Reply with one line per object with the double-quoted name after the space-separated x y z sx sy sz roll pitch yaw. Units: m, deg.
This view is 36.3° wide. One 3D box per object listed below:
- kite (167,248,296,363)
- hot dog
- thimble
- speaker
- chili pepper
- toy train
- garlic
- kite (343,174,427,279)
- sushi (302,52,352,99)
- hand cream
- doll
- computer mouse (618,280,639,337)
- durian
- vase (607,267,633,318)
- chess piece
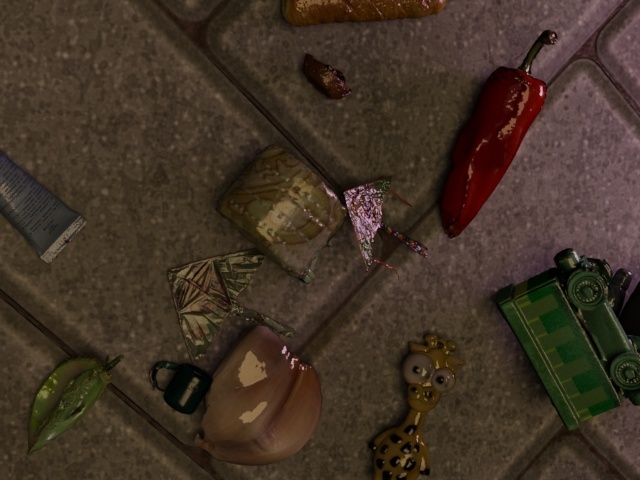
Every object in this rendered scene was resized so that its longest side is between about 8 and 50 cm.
-0.150 0.112 1.636 0.250 0.012 0.229 29 93 -19 "kite"
0.075 -0.393 1.600 0.285 0.061 0.088 -13 113 -13 "hot dog"
-0.057 -0.045 1.567 0.190 0.137 0.143 42 83 -5 "thimble"
-0.234 0.237 1.615 0.094 0.060 0.075 31 88 17 "speaker"
0.300 -0.180 1.677 0.110 0.110 0.388 23 97 -18 "chili pepper"
0.453 0.170 1.712 0.202 0.120 0.301 -28 94 19 "toy train"
-0.097 0.282 1.620 0.217 0.110 0.228 40 86 -32 "garlic"
0.112 -0.019 1.636 0.244 0.006 0.198 35 57 -41 "kite"
0.013 -0.267 1.606 0.099 0.050 0.047 43 79 -28 "sushi"
-0.485 -0.086 1.487 0.271 0.058 0.091 46 73 -21 "hand cream"
0.168 0.308 1.721 0.117 0.086 0.291 21 91 11 "doll"
0.595 0.174 1.810 0.137 0.086 0.270 -21 116 -44 "computer mouse"
-0.386 0.244 1.540 0.086 0.100 0.215 40 93 -21 "durian"
0.517 0.146 1.810 0.060 0.060 0.211 30 90 -18 "vase"
0.000 0.000 1.641 0.059 0.059 0.149 38 83 -18 "chess piece"
